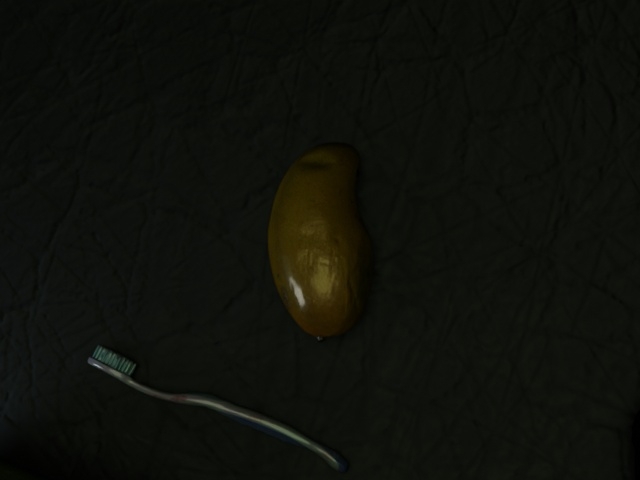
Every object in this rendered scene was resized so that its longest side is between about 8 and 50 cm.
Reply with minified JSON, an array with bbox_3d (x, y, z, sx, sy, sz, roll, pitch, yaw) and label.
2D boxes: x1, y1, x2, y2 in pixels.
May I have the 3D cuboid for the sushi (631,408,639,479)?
[{"bbox_3d":[0.436,0.199,1.128,0.329,0.285,0.328,44,90,10],"label":"sushi"}]

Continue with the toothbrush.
[{"bbox_3d":[-0.097,0.160,1.320,0.269,0.021,0.027,22,92,7],"label":"toothbrush"}]

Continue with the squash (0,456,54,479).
[{"bbox_3d":[-0.222,0.345,1.193,0.384,0.263,0.263,22,86,9],"label":"squash"}]

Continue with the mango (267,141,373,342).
[{"bbox_3d":[0.000,0.000,1.301,0.098,0.075,0.190,0,79,-10],"label":"mango"}]
